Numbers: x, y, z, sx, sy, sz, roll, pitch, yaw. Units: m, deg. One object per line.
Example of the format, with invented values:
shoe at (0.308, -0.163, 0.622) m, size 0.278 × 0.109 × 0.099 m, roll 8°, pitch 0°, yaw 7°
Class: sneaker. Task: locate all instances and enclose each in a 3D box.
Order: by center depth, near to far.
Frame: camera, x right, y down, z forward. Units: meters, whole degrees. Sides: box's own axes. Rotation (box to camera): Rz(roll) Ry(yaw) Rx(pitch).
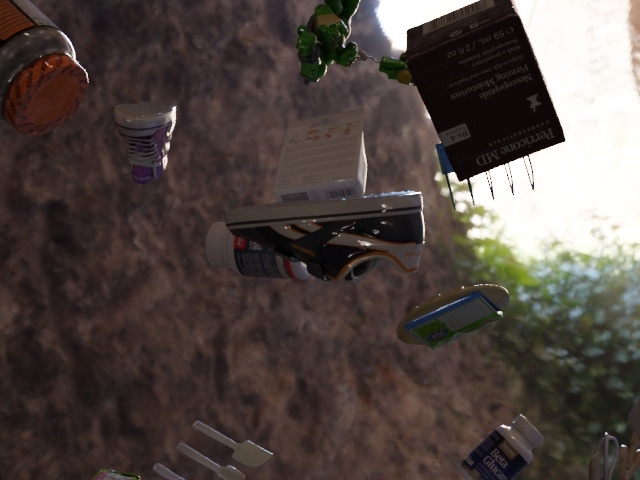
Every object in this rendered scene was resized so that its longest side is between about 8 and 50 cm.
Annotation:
sneaker at (0.000, 0.000, 1.545) m, size 0.126 × 0.321 × 0.127 m, roll -17°, pitch -77°, yaw -59°
sneaker at (-0.334, -0.182, 2.010) m, size 0.282 × 0.102 × 0.161 m, roll -58°, pitch -22°, yaw -81°

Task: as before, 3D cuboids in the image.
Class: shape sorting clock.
shape sorting clock at (0.230, 0.129, 1.824) m, size 0.206 × 0.206 × 0.040 m, roll 77°, pitch 176°, yaw -59°

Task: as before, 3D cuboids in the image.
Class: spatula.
spatula at (-0.224, 0.438, 2.050) m, size 0.168 × 0.242 × 0.019 m, roll -46°, pitch -52°, yaw -24°

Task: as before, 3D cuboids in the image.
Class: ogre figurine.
ogre figurine at (0.013, -0.318, 1.577) m, size 0.118 × 0.097 × 0.197 m, roll 101°, pitch 176°, yaw -55°

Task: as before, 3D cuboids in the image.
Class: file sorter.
file sorter at (0.322, -0.138, 2.025) m, size 0.118 × 0.170 × 0.104 m, roll 61°, pitch -163°, yaw -64°

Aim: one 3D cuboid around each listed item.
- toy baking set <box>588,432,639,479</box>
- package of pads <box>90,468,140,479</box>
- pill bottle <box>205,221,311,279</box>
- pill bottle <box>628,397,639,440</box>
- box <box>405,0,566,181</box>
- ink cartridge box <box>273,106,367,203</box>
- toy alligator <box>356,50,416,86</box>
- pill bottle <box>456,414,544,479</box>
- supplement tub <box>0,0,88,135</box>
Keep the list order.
toy baking set at (0.473, 0.409, 1.713) m, size 0.256 × 0.030 × 0.196 m, roll 9°, pitch -89°, yaw -52°
package of pads at (-0.413, 0.586, 1.888) m, size 0.296 × 0.101 × 0.229 m, roll -49°, pitch -43°, yaw -46°
pill bottle at (-0.102, 0.011, 1.810) m, size 0.108 × 0.180 × 0.108 m, roll 2°, pitch -90°, yaw -68°
pill bottle at (0.615, 0.360, 1.429) m, size 0.229 × 0.407 × 0.229 m, roll -20°, pitch -39°, yaw -17°
box at (0.236, -0.228, 1.515) m, size 0.167 × 0.168 × 0.203 m, roll -80°, pitch -34°, yaw -64°
ink cartridge box at (0.006, -0.172, 2.164) m, size 0.224 × 0.181 × 0.056 m, roll -81°, pitch -24°, yaw -45°
toy alligator at (0.149, -0.312, 1.928) m, size 0.051 × 0.190 × 0.056 m, roll 97°, pitch -176°, yaw -56°
pill bottle at (0.362, 0.430, 2.083) m, size 0.169 × 0.094 × 0.094 m, roll -43°, pitch -21°, yaw -2°
supplement tub at (-0.553, -0.333, 1.780) m, size 0.193 × 0.316 × 0.193 m, roll -41°, pitch -19°, yaw -17°
